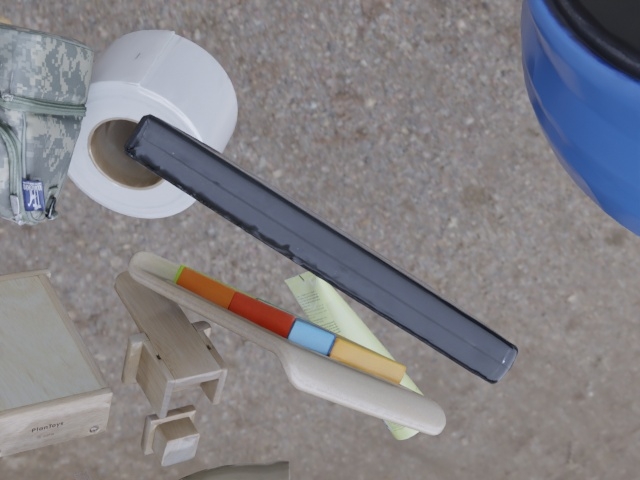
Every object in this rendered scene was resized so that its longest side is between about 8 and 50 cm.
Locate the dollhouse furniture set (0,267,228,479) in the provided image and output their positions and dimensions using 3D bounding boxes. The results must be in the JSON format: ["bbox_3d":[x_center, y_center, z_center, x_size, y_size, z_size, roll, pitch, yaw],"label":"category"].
[{"bbox_3d":[-0.280,0.218,0.916,0.303,0.174,0.355,-9,131,-33],"label":"dollhouse furniture set"}]

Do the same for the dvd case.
[{"bbox_3d":[0.000,0.000,0.514,0.180,0.253,0.022,33,91,-1],"label":"dvd case"}]

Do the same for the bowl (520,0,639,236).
[{"bbox_3d":[0.272,-0.144,0.416,0.391,0.391,0.077,-27,131,5],"label":"bowl"}]

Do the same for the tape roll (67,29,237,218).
[{"bbox_3d":[-0.267,-0.178,1.512,0.246,0.169,0.246,8,130,9],"label":"tape roll"}]

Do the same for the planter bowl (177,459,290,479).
[{"bbox_3d":[-0.079,0.222,0.634,0.109,0.162,0.162,4,133,-4],"label":"planter bowl"}]

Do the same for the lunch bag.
[{"bbox_3d":[-0.476,-0.171,1.316,0.305,0.212,0.256,13,99,9],"label":"lunch bag"}]

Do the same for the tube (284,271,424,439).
[{"bbox_3d":[0.047,0.134,1.196,0.070,0.062,0.240,-36,97,22],"label":"tube"}]

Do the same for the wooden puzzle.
[{"bbox_3d":[-0.025,0.081,0.855,0.221,0.239,0.044,29,89,-46],"label":"wooden puzzle"}]
